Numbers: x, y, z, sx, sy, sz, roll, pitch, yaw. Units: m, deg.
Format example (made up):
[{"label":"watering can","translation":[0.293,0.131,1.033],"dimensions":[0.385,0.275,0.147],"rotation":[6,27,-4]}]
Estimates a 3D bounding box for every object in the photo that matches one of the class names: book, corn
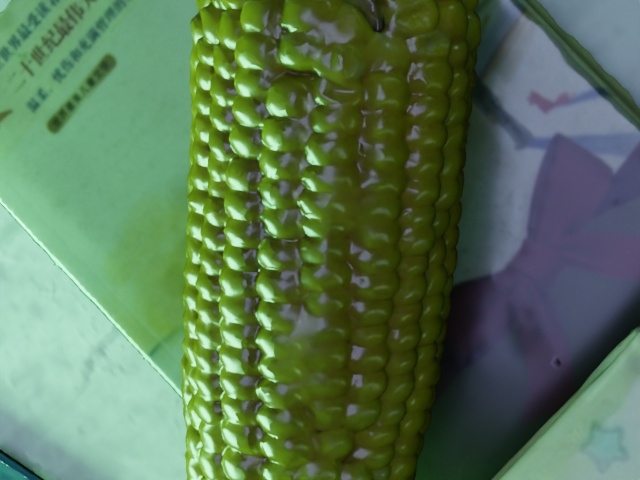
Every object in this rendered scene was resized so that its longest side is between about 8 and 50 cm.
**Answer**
[{"label":"book","translation":[0.015,-0.010,0.697],"dimensions":[0.289,0.026,0.201],"rotation":[45,107,3]},{"label":"corn","translation":[0.000,0.000,0.640],"dimensions":[0.097,0.097,0.262],"rotation":[9,106,12]}]

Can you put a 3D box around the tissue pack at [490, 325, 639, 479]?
[{"label":"tissue pack","translation":[0.064,0.197,0.667],"dimensions":[0.170,0.071,0.325],"rotation":[43,105,7]}]

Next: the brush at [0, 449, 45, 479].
[{"label":"brush","translation":[-0.093,0.112,0.749],"dimensions":[0.164,0.014,0.051],"rotation":[33,103,8]}]
